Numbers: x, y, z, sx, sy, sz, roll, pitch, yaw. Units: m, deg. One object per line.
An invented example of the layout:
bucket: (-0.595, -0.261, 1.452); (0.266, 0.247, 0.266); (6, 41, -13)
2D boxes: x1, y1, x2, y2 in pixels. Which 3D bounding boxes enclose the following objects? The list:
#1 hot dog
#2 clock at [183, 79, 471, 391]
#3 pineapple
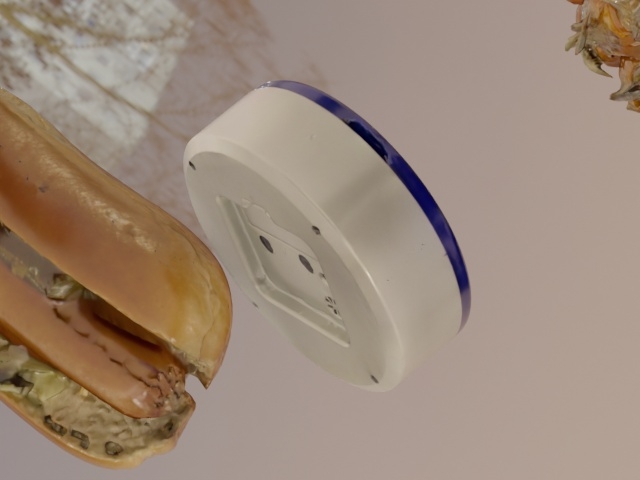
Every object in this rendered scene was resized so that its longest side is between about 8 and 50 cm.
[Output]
hot dog: (-0.191, -0.016, 0.647); (0.100, 0.337, 0.135); (-27, 150, -52)
clock: (0.000, 0.000, 0.918); (0.083, 0.230, 0.230); (-38, -164, -24)
pineapple: (0.282, -0.212, 0.991); (0.114, 0.186, 0.236); (65, -25, 24)
